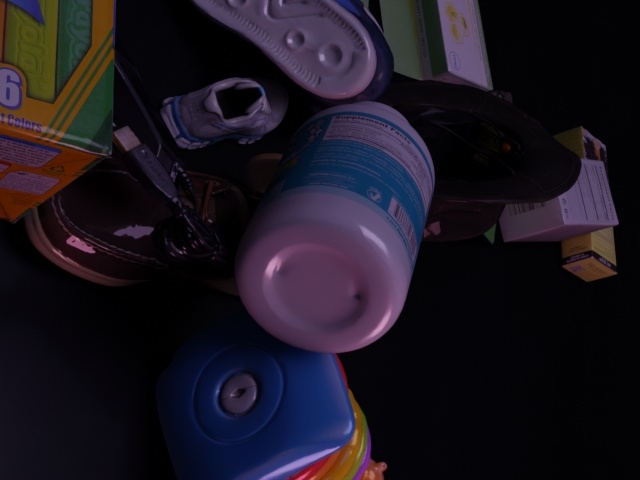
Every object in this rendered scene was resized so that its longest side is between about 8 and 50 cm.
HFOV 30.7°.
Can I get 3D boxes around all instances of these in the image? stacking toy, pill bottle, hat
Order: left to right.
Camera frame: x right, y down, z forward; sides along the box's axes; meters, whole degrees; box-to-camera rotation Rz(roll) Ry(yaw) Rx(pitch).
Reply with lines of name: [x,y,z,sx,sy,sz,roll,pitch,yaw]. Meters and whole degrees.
stacking toy: [-0.009,0.196,1.129,0.302,0.175,0.165,45,19,-53]
pill bottle: [0.023,-0.029,1.047,0.146,0.146,0.264,56,27,-20]
hat: [0.143,-0.078,1.419,0.331,0.331,0.134,-36,148,-52]

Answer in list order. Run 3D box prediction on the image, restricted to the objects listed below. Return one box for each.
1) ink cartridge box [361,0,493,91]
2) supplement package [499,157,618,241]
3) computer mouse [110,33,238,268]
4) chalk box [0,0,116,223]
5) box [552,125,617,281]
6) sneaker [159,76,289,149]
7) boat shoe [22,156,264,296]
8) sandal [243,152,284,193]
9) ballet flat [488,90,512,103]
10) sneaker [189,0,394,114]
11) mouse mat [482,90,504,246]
ink cartridge box: [0.145,-0.302,1.604,0.235,0.056,0.171,12,67,-52]
supplement package: [0.344,-0.059,1.712,0.179,0.105,0.105,0,75,-53]
computer mouse: [-0.160,-0.081,0.935,0.262,0.060,0.184,60,3,4]
chalk box: [-0.272,-0.186,0.887,0.180,0.179,0.289,11,67,-36]
box: [0.419,-0.058,1.847,0.087,0.058,0.232,26,57,-44]
sneaker: [-0.078,-0.141,1.223,0.191,0.083,0.071,-27,95,-55]
boat shoe: [-0.115,-0.018,1.087,0.342,0.123,0.123,18,62,-48]
sandal: [0.005,-0.002,1.266,0.240,0.088,0.079,40,41,-42]
ballet flat: [0.218,-0.115,1.623,0.084,0.058,0.250,72,31,-51]
sneaker: [-0.047,-0.275,1.317,0.323,0.130,0.236,46,10,2]
mouse mat: [0.238,-0.094,1.585,0.152,0.007,0.189,34,67,-70]
